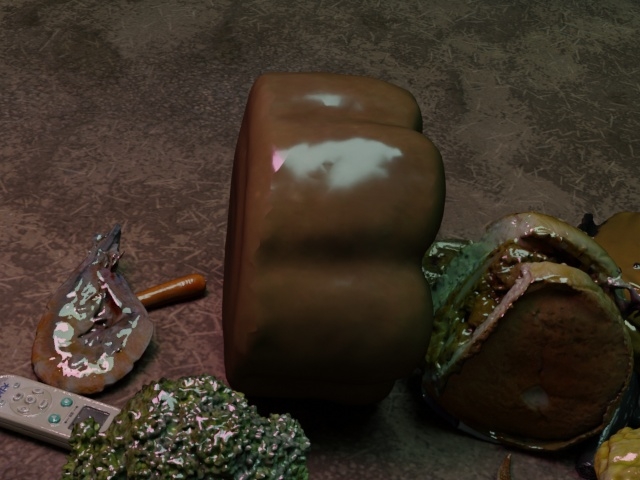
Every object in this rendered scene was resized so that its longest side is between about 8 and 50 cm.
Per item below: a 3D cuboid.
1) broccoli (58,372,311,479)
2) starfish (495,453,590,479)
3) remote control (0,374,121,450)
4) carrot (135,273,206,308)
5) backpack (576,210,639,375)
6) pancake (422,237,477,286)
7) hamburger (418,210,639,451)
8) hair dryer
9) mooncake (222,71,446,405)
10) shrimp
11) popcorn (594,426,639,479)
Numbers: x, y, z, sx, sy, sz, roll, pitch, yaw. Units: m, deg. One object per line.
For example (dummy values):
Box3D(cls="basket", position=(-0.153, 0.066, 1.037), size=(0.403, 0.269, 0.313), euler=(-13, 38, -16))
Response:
Box3D(cls="broccoli", position=(-0.162, 0.293, 1.244), size=(0.288, 0.259, 0.235), euler=(13, 51, 11))
Box3D(cls="starfish", position=(0.263, 0.358, 1.382), size=(0.213, 0.057, 0.238), euler=(-8, 36, -9))
Box3D(cls="remote control", position=(-0.359, 0.239, 1.440), size=(0.222, 0.042, 0.078), euler=(17, 36, 10))
Box3D(cls="carrot", position=(-0.265, 0.092, 1.663), size=(0.190, 0.037, 0.037), euler=(-19, 44, -26))
Box3D(cls="backpack", position=(0.567, 0.092, 1.678), size=(0.378, 0.201, 0.353), euler=(24, 35, 16))
Box3D(cls="pancake", position=(0.223, 0.070, 1.778), size=(0.254, 0.037, 0.253), euler=(4, 37, -3))
Box3D(cls="hamburger", position=(0.296, 0.142, 1.490), size=(0.277, 0.318, 0.195), euler=(31, 30, -17))
Box3D(cls="hair dryer", position=(0.479, 0.290, 1.522), size=(0.219, 0.075, 0.195), euler=(25, 49, 10))
Box3D(cls="mooncake", position=(0.000, 0.000, 1.496), size=(0.262, 0.467, 0.467), euler=(3, 37, -10))
Box3D(cls="shrimp", position=(-0.322, 0.098, 1.589), size=(0.164, 0.062, 0.316), euler=(12, 50, 0))
Box3D(cls="popcorn", position=(0.424, 0.343, 1.294), size=(0.174, 0.225, 0.286), euler=(-20, 35, 17))
